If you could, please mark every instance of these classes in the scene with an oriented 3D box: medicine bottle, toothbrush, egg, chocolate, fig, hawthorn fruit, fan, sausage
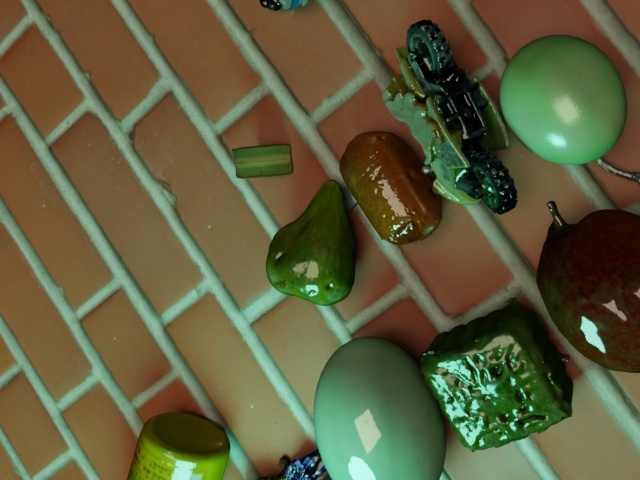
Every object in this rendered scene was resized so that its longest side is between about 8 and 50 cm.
[{"bbox_3d":[-0.372,0.637,2.028,0.224,0.224,0.384,21,105,19],"label":"medicine bottle"},{"bbox_3d":[0.660,-0.090,1.615,0.413,0.035,0.042,39,100,13],"label":"toothbrush"},{"bbox_3d":[0.125,0.397,1.764,0.276,0.276,0.388,-12,89,23],"label":"egg"},{"bbox_3d":[-0.065,0.572,1.957,0.343,0.126,0.148,-33,43,19],"label":"chocolate"},{"bbox_3d":[0.000,0.000,1.820,0.206,0.206,0.275,19,90,19],"label":"fig"},{"bbox_3d":[0.557,0.095,1.547,0.325,0.308,0.308,15,102,30],"label":"hawthorn fruit"},{"bbox_3d":[-0.009,-0.028,1.906,0.057,0.023,0.282,47,109,4],"label":"fan"},{"bbox_3d":[0.458,-0.265,1.565,0.220,0.220,0.269,-38,47,22],"label":"egg"},{"bbox_3d":[0.148,-0.114,1.758,0.141,0.153,0.268,-38,79,36],"label":"sausage"}]

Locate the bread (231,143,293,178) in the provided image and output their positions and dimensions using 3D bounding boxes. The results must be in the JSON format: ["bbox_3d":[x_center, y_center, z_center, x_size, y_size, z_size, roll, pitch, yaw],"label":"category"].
[{"bbox_3d":[-0.131,-0.180,1.871,0.084,0.139,0.074,-4,94,23],"label":"bread"}]

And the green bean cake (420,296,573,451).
[{"bbox_3d":[0.362,0.281,1.695,0.250,0.156,0.247,-26,97,27],"label":"green bean cake"}]

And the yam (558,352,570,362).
[{"bbox_3d":[0.457,0.240,1.742,0.129,0.027,0.033,16,63,22],"label":"yam"}]

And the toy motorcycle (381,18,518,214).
[{"bbox_3d":[0.263,-0.233,1.661,0.169,0.237,0.410,-24,89,-16],"label":"toy motorcycle"}]

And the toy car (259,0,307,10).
[{"bbox_3d":[-0.110,-0.649,1.794,0.166,0.198,0.314,-38,83,-10],"label":"toy car"}]
